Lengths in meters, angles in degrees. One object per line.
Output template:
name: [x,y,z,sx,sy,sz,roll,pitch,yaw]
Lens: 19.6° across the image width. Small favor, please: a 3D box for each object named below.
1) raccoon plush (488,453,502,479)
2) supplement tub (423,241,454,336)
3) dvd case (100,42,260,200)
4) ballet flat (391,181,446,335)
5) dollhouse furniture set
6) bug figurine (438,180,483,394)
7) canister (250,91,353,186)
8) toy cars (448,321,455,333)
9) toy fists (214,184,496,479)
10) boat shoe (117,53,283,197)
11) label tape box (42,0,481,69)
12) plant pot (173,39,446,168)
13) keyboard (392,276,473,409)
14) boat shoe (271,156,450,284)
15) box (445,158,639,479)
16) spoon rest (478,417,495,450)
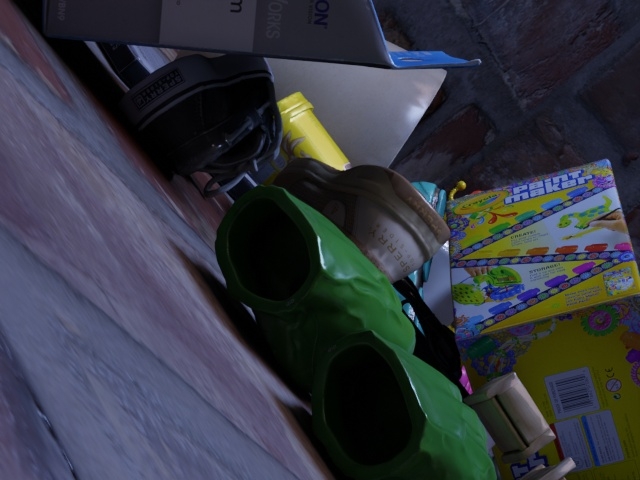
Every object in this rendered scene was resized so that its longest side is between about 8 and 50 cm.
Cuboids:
raccoon plush: [0.339,0.376,2.068,0.299,0.446,0.216,8,12,33]
supplement tub: [0.096,0.036,2.204,0.144,0.144,0.199,50,4,-12]
dvd case: [-0.151,-0.143,1.868,0.238,0.029,0.179,47,5,-40]
ballet flat: [0.081,0.049,2.039,0.083,0.087,0.247,72,25,-65]
dollhouse furniture set: [0.122,0.209,1.348,0.182,0.101,0.161,57,-21,1]
bug figurine: [0.161,0.084,2.029,0.072,0.279,0.216,7,-33,18]
canister: [-0.015,-0.058,2.017,0.073,0.126,0.170,-31,82,-42]
toy cars: [0.206,0.134,2.260,0.087,0.176,0.394,61,-11,-21]
toy fists: [0.026,0.087,1.265,0.142,0.096,0.279,34,17,-50]
boat shoe: [-0.086,-0.103,1.635,0.105,0.113,0.306,57,6,1]
label tape box: [-0.049,-0.213,1.569,0.249,0.348,0.115,-109,-158,-81]
plant pot: [-0.033,-0.175,2.208,0.274,0.256,0.256,35,5,-4]
keyboard: [0.068,0.083,1.883,0.317,0.033,0.201,51,-23,15]
boat shoe: [0.000,0.000,1.698,0.121,0.110,0.341,45,-13,-11]
box: [0.247,0.123,1.809,0.279,0.177,0.290,-86,159,-62]
spoon rest: [0.165,0.256,1.545,0.137,0.084,0.276,46,19,-40]
